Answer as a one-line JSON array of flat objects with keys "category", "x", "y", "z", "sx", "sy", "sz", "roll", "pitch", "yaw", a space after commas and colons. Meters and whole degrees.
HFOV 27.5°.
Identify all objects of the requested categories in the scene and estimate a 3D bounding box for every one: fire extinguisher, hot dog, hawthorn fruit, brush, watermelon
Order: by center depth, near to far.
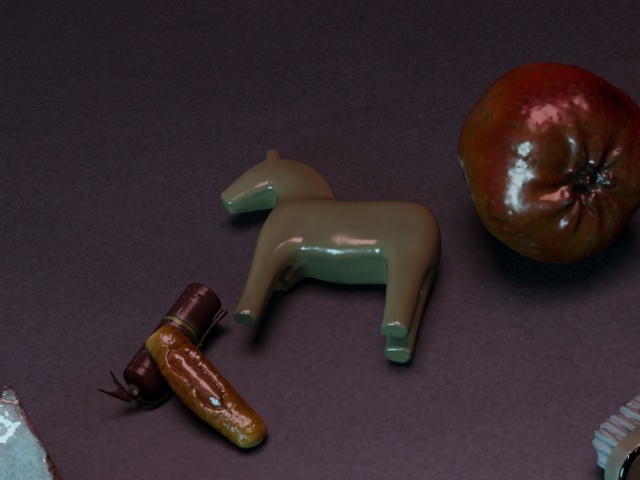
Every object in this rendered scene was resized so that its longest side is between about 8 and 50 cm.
[{"category": "watermelon", "x": -0.219, "y": 0.189, "z": 1.002, "sx": 0.136, "sy": 0.202, "sz": 0.207, "roll": 21, "pitch": 36, "yaw": -26}, {"category": "brush", "x": 0.336, "y": 0.092, "z": 1.038, "sx": 0.327, "sy": 0.070, "sz": 0.065, "roll": -37, "pitch": 31, "yaw": -15}, {"category": "hot dog", "x": -0.099, "y": 0.124, "z": 1.107, "sx": 0.044, "sy": 0.028, "sz": 0.137, "roll": -35, "pitch": 69, "yaw": -21}, {"category": "fire extinguisher", "x": -0.138, "y": 0.098, "z": 1.159, "sx": 0.056, "sy": 0.039, "sz": 0.132, "roll": 38, "pitch": 60, "yaw": -6}, {"category": "hawthorn fruit", "x": 0.206, "y": -0.079, "z": 1.207, "sx": 0.179, "sy": 0.179, "sz": 0.200, "roll": -21, "pitch": 26, "yaw": -13}]

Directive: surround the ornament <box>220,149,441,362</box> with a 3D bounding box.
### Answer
[{"category": "ornament", "x": 0.000, "y": 0.000, "z": 1.230, "sx": 0.230, "sy": 0.061, "sz": 0.245, "roll": 3, "pitch": 44, "yaw": 16}]
